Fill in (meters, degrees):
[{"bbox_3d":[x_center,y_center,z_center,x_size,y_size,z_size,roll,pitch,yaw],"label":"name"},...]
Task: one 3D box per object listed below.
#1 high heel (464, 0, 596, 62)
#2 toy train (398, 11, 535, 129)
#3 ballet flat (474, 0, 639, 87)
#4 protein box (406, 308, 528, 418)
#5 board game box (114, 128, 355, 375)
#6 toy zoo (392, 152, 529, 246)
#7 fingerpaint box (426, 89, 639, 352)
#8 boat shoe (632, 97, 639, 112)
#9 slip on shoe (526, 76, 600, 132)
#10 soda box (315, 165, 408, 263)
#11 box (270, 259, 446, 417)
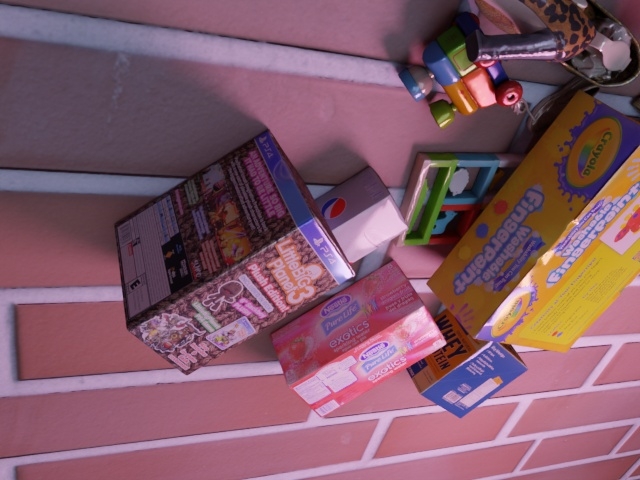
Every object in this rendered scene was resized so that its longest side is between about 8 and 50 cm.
[{"bbox_3d":[0.281,-0.370,0.803,0.186,0.093,0.261,-6,98,-13],"label":"high heel"},{"bbox_3d":[0.238,-0.224,0.951,0.143,0.105,0.248,-32,134,19],"label":"toy train"},{"bbox_3d":[0.375,-0.327,0.906,0.349,0.123,0.123,18,119,-33],"label":"ballet flat"},{"bbox_3d":[0.325,0.272,1.374,0.201,0.136,0.200,-41,131,13],"label":"protein box"},{"bbox_3d":[-0.137,0.013,0.892,0.291,0.232,0.141,-31,134,4],"label":"board game box"},{"bbox_3d":[0.292,-0.077,1.138,0.293,0.030,0.192,-2,129,-21],"label":"toy zoo"},{"bbox_3d":[0.480,-0.008,1.150,0.371,0.163,0.444,14,118,-42],"label":"fingerpaint box"},{"bbox_3d":[0.647,-0.211,1.136,0.048,0.056,0.153,-34,108,11],"label":"boat shoe"},{"bbox_3d":[0.428,-0.236,1.055,0.135,0.041,0.051,-37,133,9],"label":"slip on shoe"},{"bbox_3d":[0.000,0.000,1.035,0.286,0.091,0.098,-31,134,4],"label":"soda box"},{"bbox_3d":[0.073,0.197,1.198,0.300,0.142,0.154,-32,133,4],"label":"box"}]
